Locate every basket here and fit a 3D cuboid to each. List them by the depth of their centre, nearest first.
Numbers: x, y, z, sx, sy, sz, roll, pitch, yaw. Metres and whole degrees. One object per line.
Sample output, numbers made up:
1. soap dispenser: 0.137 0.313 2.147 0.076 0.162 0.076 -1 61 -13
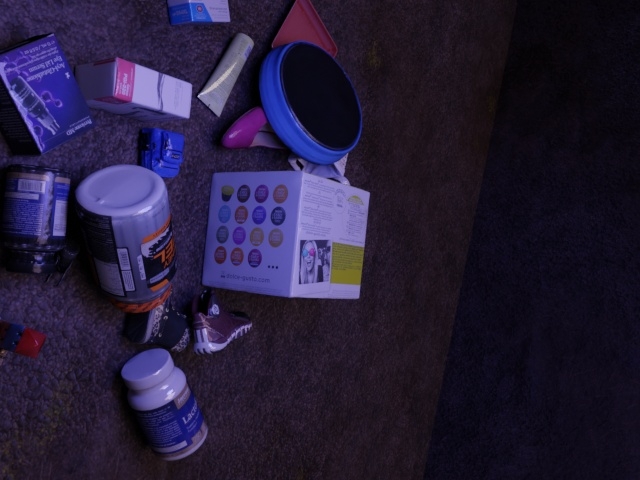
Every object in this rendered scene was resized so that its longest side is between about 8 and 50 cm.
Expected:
1. basket: -0.003 -0.277 2.045 0.113 0.167 0.103 51 50 -44

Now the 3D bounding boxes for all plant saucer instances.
1. plant saucer: -0.061 -0.626 2.021 0.259 0.048 0.258 50 55 -46

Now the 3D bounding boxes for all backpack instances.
1. backpack: -0.398 -0.217 1.557 0.098 0.101 0.120 5 93 -48

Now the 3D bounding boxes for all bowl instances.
1. bowl: -0.017 -0.425 1.892 0.391 0.077 0.390 21 60 -41

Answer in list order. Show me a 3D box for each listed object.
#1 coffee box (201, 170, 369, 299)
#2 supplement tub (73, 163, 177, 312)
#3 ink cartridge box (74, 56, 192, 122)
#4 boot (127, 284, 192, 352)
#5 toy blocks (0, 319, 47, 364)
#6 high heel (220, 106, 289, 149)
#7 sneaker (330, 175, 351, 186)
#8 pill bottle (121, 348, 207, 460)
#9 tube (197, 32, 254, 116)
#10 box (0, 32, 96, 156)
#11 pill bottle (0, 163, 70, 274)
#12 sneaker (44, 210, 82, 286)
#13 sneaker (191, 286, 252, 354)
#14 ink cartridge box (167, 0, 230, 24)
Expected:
1. coffee box: -0.096 -0.013 1.796 0.338 0.338 0.334 9 86 -54
2. supplement tub: -0.429 0.004 1.403 0.193 0.194 0.315 -47 153 -41
3. ink cartridge box: -0.432 -0.343 1.441 0.218 0.159 0.092 3 90 -54
4. boot: -0.401 0.171 1.621 0.178 0.085 0.236 41 57 -56
5. toy blocks: -0.674 0.145 1.076 0.381 0.261 0.190 40 62 -48
6. high heel: -0.130 -0.305 1.836 0.181 0.127 0.377 46 42 5
7. sneaker: 0.074 -0.105 2.244 0.108 0.100 0.271 -40 123 -28
8. pill bottle: -0.400 0.416 1.582 0.153 0.153 0.264 -43 128 -43
9. tube: -0.266 -0.475 1.752 0.070 0.062 0.240 25 74 -7
10. box: -0.588 -0.296 1.274 0.153 0.108 0.207 -48 130 -41
11. pill bottle: -0.592 -0.043 1.286 0.123 0.123 0.219 6 90 -54
12. sneaker: -0.567 0.015 1.385 0.051 0.089 0.170 25 36 -28
13. sneaker: -0.277 0.200 1.733 0.281 0.107 0.162 -38 118 -74
14. ink cartridge box: -0.325 -0.670 1.614 0.148 0.086 0.203 -25 115 -50
